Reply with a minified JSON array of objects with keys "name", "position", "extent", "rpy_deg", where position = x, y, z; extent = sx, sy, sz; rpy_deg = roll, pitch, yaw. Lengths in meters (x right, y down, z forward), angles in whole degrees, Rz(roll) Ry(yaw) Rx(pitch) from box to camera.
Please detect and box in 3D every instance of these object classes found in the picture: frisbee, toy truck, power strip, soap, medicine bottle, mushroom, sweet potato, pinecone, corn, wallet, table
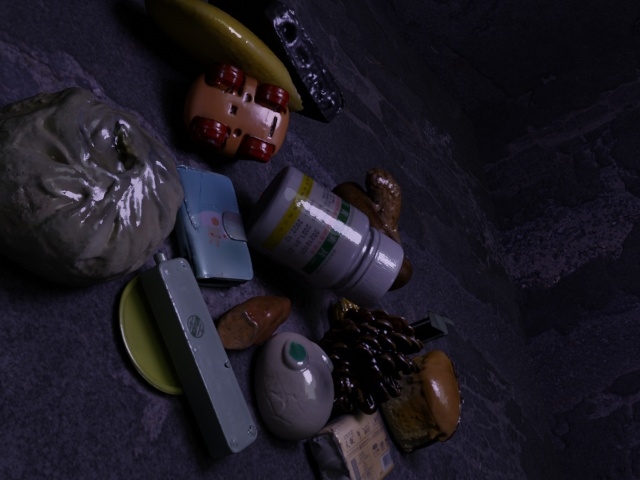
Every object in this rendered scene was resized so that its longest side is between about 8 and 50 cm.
[{"name":"frisbee","position":[-0.282,0.169,1.291],"extent":[0.236,0.017,0.236],"rpy_deg":[41,35,-38]},{"name":"toy truck","position":[-0.203,-0.283,1.644],"extent":[0.264,0.239,0.189],"rpy_deg":[19,86,-26]},{"name":"power strip","position":[-0.225,0.201,1.278],"extent":[0.091,0.062,0.386],"rpy_deg":[-18,84,-62]},{"name":"soap","position":[-0.226,-0.453,1.664],"extent":[0.306,0.115,0.427],"rpy_deg":[32,0,36]},{"name":"medicine bottle","position":[0.009,-0.001,1.629],"extent":[0.339,0.208,0.208],"rpy_deg":[32,37,-14]},{"name":"mushroom","position":[0.129,-0.008,1.922],"extent":[0.345,0.238,0.346],"rpy_deg":[-9,90,-69]},{"name":"sweet potato","position":[-0.127,0.165,1.484],"extent":[0.251,0.097,0.097],"rpy_deg":[-17,83,-61]},{"name":"pinecone","position":[0.098,0.271,1.615],"extent":[0.257,0.243,0.244],"rpy_deg":[-30,96,-23]},{"name":"corn","position":[0.082,0.258,1.793],"extent":[0.080,0.080,0.238],"rpy_deg":[17,56,-55]},{"name":"wallet","position":[-0.235,-0.026,1.473],"extent":[0.176,0.075,0.251],"rpy_deg":[10,60,-54]},{"name":"table","position":[0.303,0.272,2.088],"extent":[0.175,0.146,0.063],"rpy_deg":[28,44,-48]}]

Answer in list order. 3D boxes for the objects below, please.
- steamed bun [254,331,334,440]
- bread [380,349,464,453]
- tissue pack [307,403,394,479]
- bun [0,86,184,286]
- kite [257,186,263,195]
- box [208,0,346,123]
[{"name":"steamed bun","position":[-0.046,0.299,1.477],"extent":[0.177,0.130,0.228],"rpy_deg":[22,51,-50]},{"name":"bread","position":[0.266,0.406,1.860],"extent":[0.162,0.204,0.262],"rpy_deg":[44,31,-40]},{"name":"tissue pack","position":[0.073,0.481,1.580],"extent":[0.222,0.090,0.186],"rpy_deg":[-16,85,-61]},{"name":"bun","position":[-0.374,-0.097,1.139],"extent":[0.359,0.210,0.360],"rpy_deg":[39,38,-40]},{"name":"kite","position":[-0.122,-0.088,1.794],"extent":[0.122,0.004,0.090],"rpy_deg":[47,33,-31]},{"name":"box","position":[-0.116,-0.465,1.791],"extent":[0.350,0.091,0.359],"rpy_deg":[30,-20,49]}]
